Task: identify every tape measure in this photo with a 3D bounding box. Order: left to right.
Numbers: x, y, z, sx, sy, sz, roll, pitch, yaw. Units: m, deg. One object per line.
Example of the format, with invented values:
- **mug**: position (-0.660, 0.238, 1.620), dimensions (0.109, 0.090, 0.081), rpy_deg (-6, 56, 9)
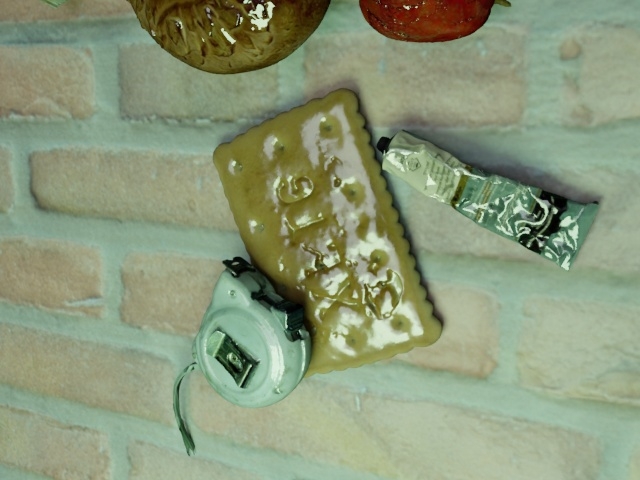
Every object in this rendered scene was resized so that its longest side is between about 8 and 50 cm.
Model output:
- **tape measure**: position (-0.121, 0.195, 0.880), dimensions (0.164, 0.084, 0.330), rpy_deg (37, 116, 27)

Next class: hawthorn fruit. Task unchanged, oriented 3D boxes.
- **hawthorn fruit**: position (0.119, -0.271, 0.710), dimensions (0.172, 0.148, 0.148), rpy_deg (10, 103, -6)

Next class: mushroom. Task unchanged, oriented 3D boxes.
- **mushroom**: position (-0.112, -0.332, 0.777), dimensions (0.297, 0.163, 0.278), rpy_deg (44, 113, 14)

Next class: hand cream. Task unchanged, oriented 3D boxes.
- **hand cream**: position (0.174, -0.057, 0.764), dimensions (0.247, 0.052, 0.075), rpy_deg (26, 130, 12)

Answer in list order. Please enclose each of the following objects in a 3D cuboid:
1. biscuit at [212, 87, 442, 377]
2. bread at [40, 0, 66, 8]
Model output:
- **biscuit**: position (0.000, 0.000, 0.845), dimensions (0.217, 0.044, 0.325), rpy_deg (-19, 90, 24)
- **bread**: position (-0.365, -0.441, 0.902), dimensions (0.192, 0.110, 0.210), rpy_deg (-41, 81, 17)
